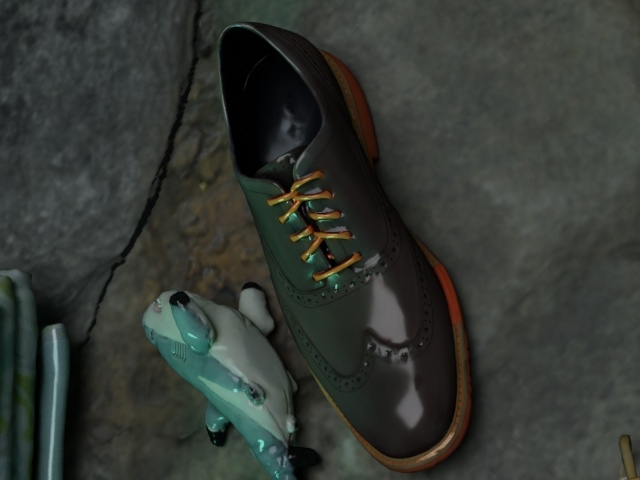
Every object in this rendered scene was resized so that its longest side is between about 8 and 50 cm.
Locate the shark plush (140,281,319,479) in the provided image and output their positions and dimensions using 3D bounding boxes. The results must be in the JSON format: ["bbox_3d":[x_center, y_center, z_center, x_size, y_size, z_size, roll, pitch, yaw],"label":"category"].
[{"bbox_3d":[-0.043,0.091,0.912,0.067,0.073,0.161,-43,81,31],"label":"shark plush"}]

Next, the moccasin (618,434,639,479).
[{"bbox_3d":[0.117,0.172,0.753,0.380,0.139,0.147,-19,76,30],"label":"moccasin"}]

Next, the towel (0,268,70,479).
[{"bbox_3d":[-0.304,0.214,0.971,0.320,0.090,0.374,-8,72,28],"label":"towel"}]

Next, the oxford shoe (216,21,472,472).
[{"bbox_3d":[0.000,0.000,0.872,0.097,0.098,0.271,-31,64,15],"label":"oxford shoe"}]
